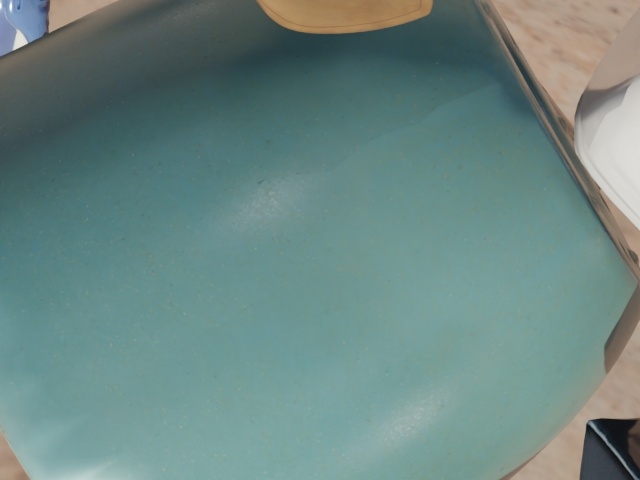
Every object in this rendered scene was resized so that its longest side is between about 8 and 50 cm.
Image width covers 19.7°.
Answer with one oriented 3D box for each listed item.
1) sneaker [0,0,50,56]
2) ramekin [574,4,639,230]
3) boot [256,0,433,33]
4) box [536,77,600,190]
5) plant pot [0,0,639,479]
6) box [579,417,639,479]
[{"bbox_3d":[-0.249,-0.117,1.054,0.131,0.296,0.112,3,77,-29],"label":"sneaker"},{"bbox_3d":[0.191,-0.075,0.473,0.135,0.277,0.277,41,95,-1],"label":"ramekin"},{"bbox_3d":[-0.018,-0.120,0.662,0.118,0.087,0.042,7,141,-4],"label":"boot"},{"bbox_3d":[0.052,-0.014,1.687,0.381,0.143,0.191,-35,94,29],"label":"box"},{"bbox_3d":[0.000,0.000,0.810,0.235,0.293,0.293,-30,109,10],"label":"plant pot"},{"bbox_3d":[0.253,0.226,0.743,0.294,0.183,0.296,-2,113,-15],"label":"box"}]
